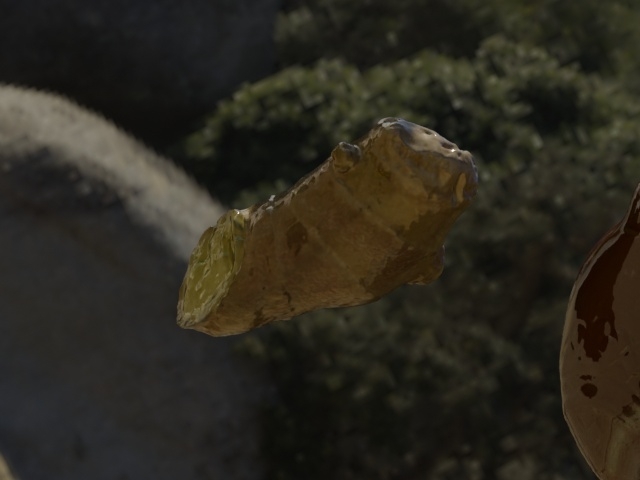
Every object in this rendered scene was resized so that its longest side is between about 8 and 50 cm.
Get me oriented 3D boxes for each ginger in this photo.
[{"bbox_3d":[0.000,0.000,1.897,0.190,0.354,0.126,47,31,-40],"label":"ginger"}]

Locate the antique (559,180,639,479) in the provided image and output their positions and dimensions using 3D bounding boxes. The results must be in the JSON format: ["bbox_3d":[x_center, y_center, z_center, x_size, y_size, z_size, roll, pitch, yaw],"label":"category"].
[{"bbox_3d":[0.309,0.086,1.723,0.223,0.129,0.278,29,-70,62],"label":"antique"}]
